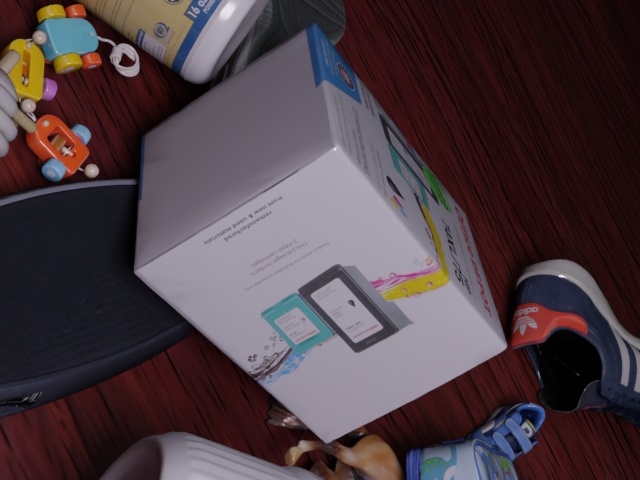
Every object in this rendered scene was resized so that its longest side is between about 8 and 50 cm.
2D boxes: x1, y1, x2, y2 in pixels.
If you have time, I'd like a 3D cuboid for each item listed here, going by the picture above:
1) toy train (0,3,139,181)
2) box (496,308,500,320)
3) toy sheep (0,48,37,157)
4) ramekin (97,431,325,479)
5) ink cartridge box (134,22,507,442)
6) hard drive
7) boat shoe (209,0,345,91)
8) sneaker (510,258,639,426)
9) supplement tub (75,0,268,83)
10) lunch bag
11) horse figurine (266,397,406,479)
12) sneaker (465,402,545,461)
[{"bbox_3d":[-0.230,-0.130,0.957,0.125,0.046,0.166,44,45,-26],"label":"toy train"},{"bbox_3d":[0.119,0.080,1.196,0.137,0.094,0.027,27,51,-37],"label":"box"},{"bbox_3d":[-0.275,-0.095,0.849,0.091,0.091,0.132,40,69,-27],"label":"toy sheep"},{"bbox_3d":[-0.111,0.253,0.720,0.127,0.273,0.273,33,47,-17],"label":"ramekin"},{"bbox_3d":[0.000,0.000,0.957,0.270,0.197,0.198,47,21,-34],"label":"ink cartridge box"},{"bbox_3d":[-0.209,0.035,0.880,0.254,0.054,0.172,-19,84,-51],"label":"hard drive"},{"bbox_3d":[-0.054,-0.202,1.160,0.118,0.103,0.321,38,42,-27],"label":"boat shoe"},{"bbox_3d":[0.361,0.185,1.401,0.350,0.131,0.148,41,51,-18],"label":"sneaker"},{"bbox_3d":[-0.151,-0.254,1.002,0.199,0.144,0.144,35,44,-5],"label":"supplement tub"},{"bbox_3d":[0.152,0.285,1.072,0.219,0.090,0.176,37,41,-65],"label":"lunch bag"},{"bbox_3d":[0.036,0.263,1.025,0.174,0.066,0.263,-5,74,-49],"label":"horse figurine"},{"bbox_3d":[0.211,0.228,1.247,0.144,0.059,0.053,-40,104,-50],"label":"sneaker"}]
